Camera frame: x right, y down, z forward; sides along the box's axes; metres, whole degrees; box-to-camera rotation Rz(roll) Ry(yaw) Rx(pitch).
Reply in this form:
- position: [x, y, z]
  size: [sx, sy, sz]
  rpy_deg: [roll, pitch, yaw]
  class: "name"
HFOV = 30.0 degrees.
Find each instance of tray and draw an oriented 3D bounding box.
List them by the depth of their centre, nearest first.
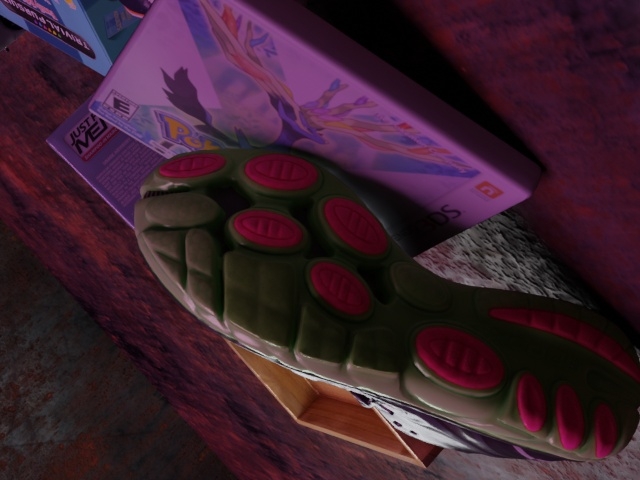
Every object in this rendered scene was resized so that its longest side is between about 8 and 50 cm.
- position: [0.014, 0.202, 1.741]
  size: [0.203, 0.076, 0.411]
  rpy_deg: [50, 162, -17]
  class: "tray"

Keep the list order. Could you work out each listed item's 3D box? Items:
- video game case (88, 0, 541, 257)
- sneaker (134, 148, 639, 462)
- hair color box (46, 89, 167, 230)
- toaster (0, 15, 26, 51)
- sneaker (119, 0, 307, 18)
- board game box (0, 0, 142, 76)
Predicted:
- position: [-0.021, -0.090, 1.037]
  size: [0.329, 0.036, 0.300]
  rpy_deg: [32, 154, -13]
  class: "video game case"
- position: [0.044, 0.085, 1.065]
  size: [0.482, 0.185, 0.202]
  rpy_deg: [29, 151, -5]
  class: "sneaker"
- position: [-0.173, -0.023, 1.539]
  size: [0.374, 0.113, 0.185]
  rpy_deg: [46, 174, -1]
  class: "hair color box"
- position: [-0.466, -0.291, 1.570]
  size: [0.185, 0.168, 0.110]
  rpy_deg: [10, 139, 58]
  class: "toaster"
- position: [-0.158, -0.280, 0.996]
  size: [0.321, 0.126, 0.127]
  rpy_deg: [48, 156, -14]
  class: "sneaker"
- position: [-0.319, -0.346, 1.268]
  size: [0.253, 0.079, 0.336]
  rpy_deg: [32, 158, 34]
  class: "board game box"
